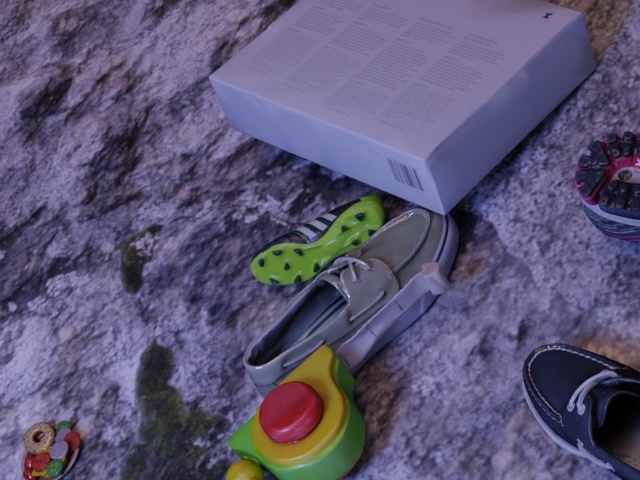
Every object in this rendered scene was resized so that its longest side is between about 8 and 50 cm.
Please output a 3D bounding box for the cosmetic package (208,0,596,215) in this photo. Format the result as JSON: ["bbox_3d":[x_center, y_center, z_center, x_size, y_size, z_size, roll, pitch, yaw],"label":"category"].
[{"bbox_3d":[0.094,-0.201,1.967,0.377,0.097,0.284,25,61,42],"label":"cosmetic package"}]

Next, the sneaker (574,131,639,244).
[{"bbox_3d":[0.415,-0.042,1.671,0.299,0.112,0.121,10,65,22],"label":"sneaker"}]

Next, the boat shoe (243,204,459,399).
[{"bbox_3d":[0.038,0.066,1.812,0.109,0.094,0.302,28,71,43],"label":"boat shoe"}]

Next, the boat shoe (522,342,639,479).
[{"bbox_3d":[0.296,0.172,1.569,0.114,0.091,0.302,-47,45,-10],"label":"boat shoe"}]

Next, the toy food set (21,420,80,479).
[{"bbox_3d":[-0.320,0.251,1.934,0.082,0.020,0.083,-7,51,27],"label":"toy food set"}]

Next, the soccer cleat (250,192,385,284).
[{"bbox_3d":[0.000,0.000,1.926,0.179,0.060,0.072,-26,17,20],"label":"soccer cleat"}]

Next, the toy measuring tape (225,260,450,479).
[{"bbox_3d":[0.034,0.162,1.727,0.330,0.121,0.121,-42,44,-8],"label":"toy measuring tape"}]
